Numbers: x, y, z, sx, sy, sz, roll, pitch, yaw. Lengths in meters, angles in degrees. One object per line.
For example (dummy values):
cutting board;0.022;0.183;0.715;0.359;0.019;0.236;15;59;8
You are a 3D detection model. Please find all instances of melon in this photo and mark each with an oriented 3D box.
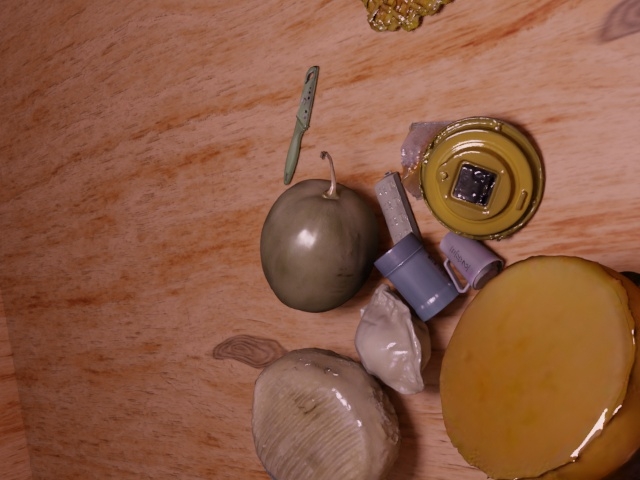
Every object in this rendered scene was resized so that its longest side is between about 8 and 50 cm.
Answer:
melon;0.210;-0.182;1.614;0.202;0.093;0.139;-50;54;31
melon;-0.003;0.011;1.750;0.271;0.272;0.308;53;160;26

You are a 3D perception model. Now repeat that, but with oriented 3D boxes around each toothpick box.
toothpick box;0.191;0.071;1.636;0.153;0.101;0.101;50;132;2

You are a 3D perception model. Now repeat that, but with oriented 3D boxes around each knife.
knife;-0.045;-0.261;1.911;0.043;0.020;0.292;33;118;40

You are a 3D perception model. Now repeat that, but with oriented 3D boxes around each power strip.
power strip;0.173;-0.025;1.721;0.060;0.027;0.252;-29;76;45

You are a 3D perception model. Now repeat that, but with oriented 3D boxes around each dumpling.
dumpling;0.152;0.194;1.687;0.258;0.147;0.193;-120;32;-44

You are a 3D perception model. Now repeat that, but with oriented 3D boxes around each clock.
clock;0.286;-0.107;1.513;0.237;0.057;0.236;8;110;21

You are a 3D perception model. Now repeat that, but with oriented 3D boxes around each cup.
cup;0.281;0.045;1.590;0.116;0.074;0.104;48;126;33

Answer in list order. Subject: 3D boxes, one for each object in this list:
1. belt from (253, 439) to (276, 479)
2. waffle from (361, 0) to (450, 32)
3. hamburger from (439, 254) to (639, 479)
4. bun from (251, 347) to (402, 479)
belt;-0.101;0.518;2.063;0.163;0.082;0.147;41;128;35
waffle;0.158;-0.539;1.630;0.245;0.052;0.254;-14;88;45
hamburger;0.399;0.237;1.303;0.396;0.278;0.395;-36;40;38
bun;0.017;0.399;1.792;0.362;0.235;0.325;22;98;35
